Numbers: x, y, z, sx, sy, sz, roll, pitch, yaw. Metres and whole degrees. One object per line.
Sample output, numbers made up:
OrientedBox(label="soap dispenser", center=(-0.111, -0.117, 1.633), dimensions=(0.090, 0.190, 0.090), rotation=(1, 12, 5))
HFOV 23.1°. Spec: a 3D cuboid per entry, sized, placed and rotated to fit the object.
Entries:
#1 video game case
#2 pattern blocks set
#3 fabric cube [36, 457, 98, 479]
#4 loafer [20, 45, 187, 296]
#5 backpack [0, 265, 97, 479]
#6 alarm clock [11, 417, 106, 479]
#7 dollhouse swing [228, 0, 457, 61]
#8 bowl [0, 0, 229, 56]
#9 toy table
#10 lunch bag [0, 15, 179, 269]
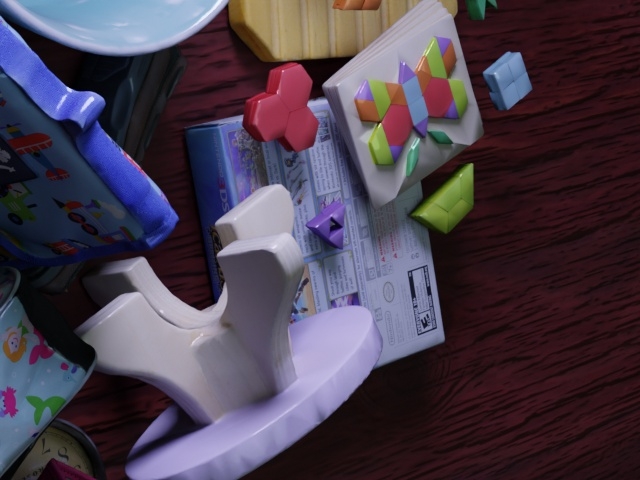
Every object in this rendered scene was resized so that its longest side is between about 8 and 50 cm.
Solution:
OrientedBox(label="video game case", center=(0.000, 0.000, 1.511), dimensions=(0.244, 0.061, 0.270), rotation=(-16, 101, -42))
OrientedBox(label="pattern blocks set", center=(0.083, -0.131, 1.506), dimensions=(0.325, 0.026, 0.285), rotation=(-50, 126, -25))
OrientedBox(label="fabric cube", center=(-0.148, 0.372, 1.189), dimensions=(0.259, 0.254, 0.258), rotation=(35, 92, -37))
OrientedBox(label="loafer", center=(-0.177, -0.069, 1.333), dimensions=(0.084, 0.096, 0.268), rotation=(36, 64, -43))
OrientedBox(label="backpack", center=(-0.311, 0.131, 1.115), dimensions=(0.191, 0.225, 0.254), rotation=(46, 58, -28))
OrientedBox(label="alarm clock", center=(-0.239, 0.226, 1.290), dimensions=(0.129, 0.064, 0.192), rotation=(-25, 104, -40))
OrientedBox(label="dollhouse swing", center=(0.089, -0.356, 1.464), dimensions=(0.346, 0.315, 0.305), rotation=(-10, 85, -42))
OrientedBox(label="bowl", center=(-0.213, -0.295, 1.251), dimensions=(0.311, 0.163, 0.312), rotation=(1, 89, -43))
OrientedBox(label="toy table", center=(-0.081, 0.078, 1.300), dimensions=(0.274, 0.252, 0.161), rotation=(-46, 115, -51))
OrientedBox(label="lunch bag", center=(-0.241, -0.083, 1.135), dimensions=(0.221, 0.293, 0.138), rotation=(51, 58, -29))
